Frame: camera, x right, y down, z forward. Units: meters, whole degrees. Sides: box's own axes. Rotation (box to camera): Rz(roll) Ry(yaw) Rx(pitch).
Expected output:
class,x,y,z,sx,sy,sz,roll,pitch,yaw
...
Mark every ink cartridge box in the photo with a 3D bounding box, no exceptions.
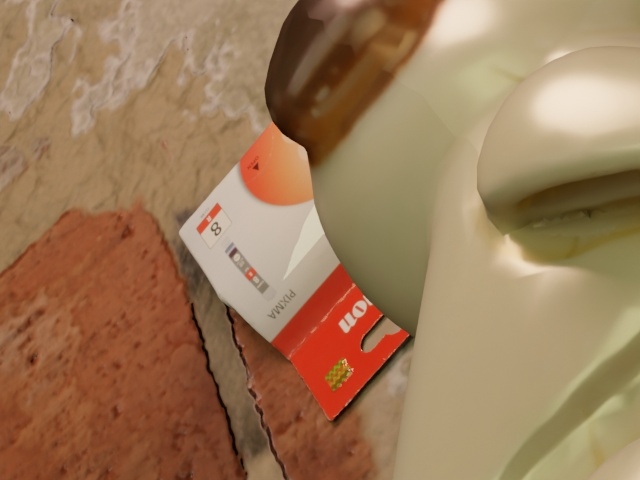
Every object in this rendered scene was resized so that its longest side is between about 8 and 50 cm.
class,x,y,z,sx,sy,sz,roll,pitch,yaw
ink cartridge box,0.000,0.000,1.024,0.145,0.045,0.179,-49,43,12

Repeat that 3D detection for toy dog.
class,x,y,z,sx,sy,sz,roll,pitch,yaw
toy dog,0.132,0.047,0.621,0.395,0.285,0.408,-47,42,34
